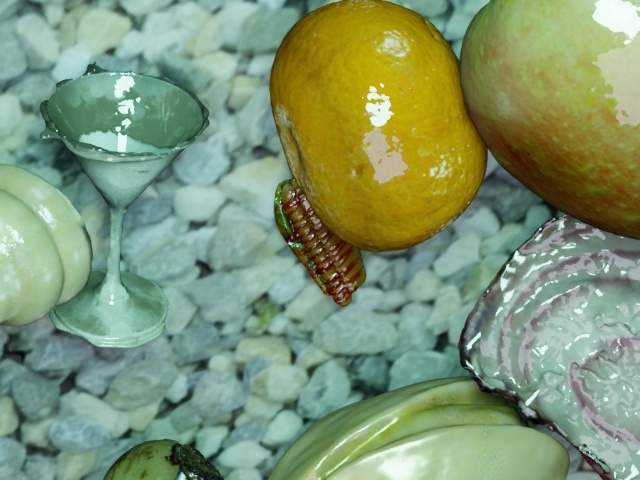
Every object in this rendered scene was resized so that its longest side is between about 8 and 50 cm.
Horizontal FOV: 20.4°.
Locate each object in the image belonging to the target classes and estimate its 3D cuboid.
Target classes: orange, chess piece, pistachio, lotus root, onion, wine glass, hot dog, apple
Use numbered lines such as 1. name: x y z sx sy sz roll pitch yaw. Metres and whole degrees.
1. orange: 0.053 -0.103 1.545 0.170 0.224 0.224 -22 119 -13
2. chess piece: -0.323 0.051 1.522 0.142 0.261 0.143 17 127 24
3. pistachio: 0.081 0.253 1.741 0.321 0.229 0.238 -26 143 -4
4. lotus root: -0.174 0.291 1.839 0.138 0.138 0.214 28 128 -12
5. onion: 0.316 0.096 1.692 0.314 0.146 0.280 41 94 4
6. wine glass: -0.188 -0.025 1.650 0.156 0.156 0.232 8 124 -2
7. hot dog: 0.000 0.001 1.707 0.062 0.038 0.144 -20 117 13
8. apple: 0.278 -0.148 1.444 0.277 0.319 0.319 44 114 1
